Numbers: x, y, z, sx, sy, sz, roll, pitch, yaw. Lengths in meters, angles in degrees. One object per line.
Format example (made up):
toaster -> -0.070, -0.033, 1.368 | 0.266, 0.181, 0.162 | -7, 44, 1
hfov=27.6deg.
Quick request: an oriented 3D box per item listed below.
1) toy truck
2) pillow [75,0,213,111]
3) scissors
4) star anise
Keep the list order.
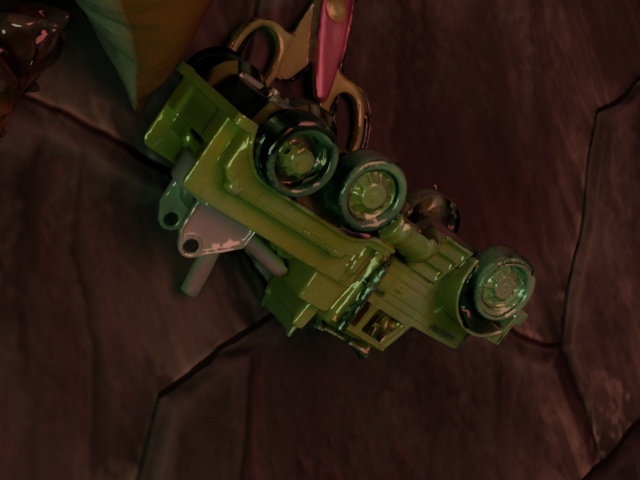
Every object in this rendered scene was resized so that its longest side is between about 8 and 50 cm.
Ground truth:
toy truck -> 0.004, -0.001, 0.810 | 0.259, 0.128, 0.135 | 27, 100, -35
pillow -> -0.085, -0.247, 0.653 | 0.119, 0.312, 0.310 | 2, 83, -6
scissors -> 0.007, -0.151, 0.876 | 0.133, 0.020, 0.187 | 34, 66, -37
star anise -> -0.214, -0.150, 0.642 | 0.218, 0.148, 0.227 | -44, 87, 0
